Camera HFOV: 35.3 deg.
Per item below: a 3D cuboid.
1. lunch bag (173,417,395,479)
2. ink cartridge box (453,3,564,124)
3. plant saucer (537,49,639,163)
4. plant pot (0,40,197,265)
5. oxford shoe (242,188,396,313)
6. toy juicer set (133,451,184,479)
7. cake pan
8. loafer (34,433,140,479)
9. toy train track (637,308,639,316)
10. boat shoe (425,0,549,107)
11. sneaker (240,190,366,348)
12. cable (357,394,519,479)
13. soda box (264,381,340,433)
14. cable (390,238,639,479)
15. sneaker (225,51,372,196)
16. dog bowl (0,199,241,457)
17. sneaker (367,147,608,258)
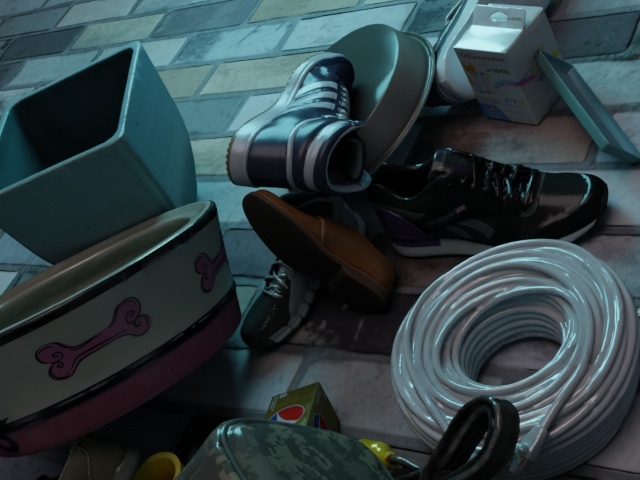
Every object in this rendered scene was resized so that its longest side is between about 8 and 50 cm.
[{"bbox_3d":[-0.030,0.328,0.808,0.256,0.212,0.305,-53,47,16],"label":"lunch bag"},{"bbox_3d":[0.246,-0.236,1.307,0.092,0.143,0.090,17,61,46],"label":"ink cartridge box"},{"bbox_3d":[0.322,-0.162,1.220,0.018,0.067,0.192,-53,40,29],"label":"plant saucer"},{"bbox_3d":[-0.311,-0.087,1.477,0.247,0.252,0.248,-21,39,16],"label":"plant pot"},{"bbox_3d":[0.000,0.000,1.212,0.076,0.212,0.076,-38,18,55],"label":"oxford shoe"},{"bbox_3d":[-0.132,0.352,1.008,0.329,0.089,0.209,17,61,46],"label":"toy juicer set"},{"bbox_3d":[0.034,-0.188,1.420,0.293,0.054,0.293,-35,36,30],"label":"cake pan"},{"bbox_3d":[-0.309,0.309,1.142,0.251,0.087,0.094,-50,13,7],"label":"loafer"},{"bbox_3d":[0.337,0.081,1.006,0.048,0.014,0.083,-9,45,31],"label":"toy train track"},{"bbox_3d":[0.230,-0.306,1.435,0.102,0.108,0.301,-14,42,60],"label":"boat shoe"},{"bbox_3d":[-0.048,0.017,1.267,0.086,0.132,0.228,15,59,45],"label":"sneaker"},{"bbox_3d":[0.074,0.225,0.909,0.287,0.072,0.139,130,158,-58],"label":"cable"},{"bbox_3d":[-0.029,0.223,1.044,0.061,0.058,0.181,-21,19,17],"label":"soda box"},{"bbox_3d":[0.197,0.117,1.014,0.257,0.089,0.257,-40,37,-8],"label":"cable"},{"bbox_3d":[0.017,-0.145,1.255,0.153,0.099,0.282,9,39,27],"label":"sneaker"},{"bbox_3d":[-0.277,0.108,1.220,0.408,0.150,0.408,-25,11,5],"label":"dog bowl"},{"bbox_3d":[0.183,-0.050,1.171,0.283,0.124,0.107,-7,45,31],"label":"sneaker"}]
